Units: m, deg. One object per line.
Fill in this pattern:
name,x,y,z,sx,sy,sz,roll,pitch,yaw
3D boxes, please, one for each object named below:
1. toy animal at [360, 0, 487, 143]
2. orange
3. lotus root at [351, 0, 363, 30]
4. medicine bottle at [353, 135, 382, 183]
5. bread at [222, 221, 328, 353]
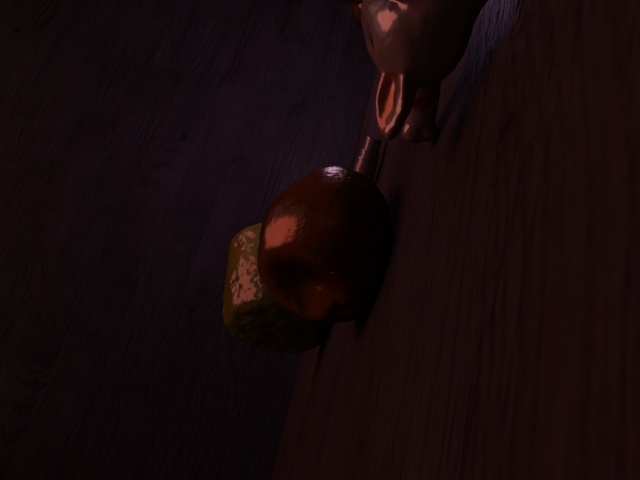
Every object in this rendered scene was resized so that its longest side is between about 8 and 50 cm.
toy animal,0.082,-0.213,0.379,0.140,0.138,0.282,-35,-21,-37
orange,0.000,0.000,0.673,0.249,0.183,0.249,-166,90,-88
lotus root,0.157,-0.564,0.981,0.310,0.182,0.183,-69,-5,-56
medicine bottle,0.097,-0.129,1.000,0.092,0.061,0.221,-31,-40,-63
bread,-0.114,0.139,1.238,0.348,0.348,0.308,106,172,-55
